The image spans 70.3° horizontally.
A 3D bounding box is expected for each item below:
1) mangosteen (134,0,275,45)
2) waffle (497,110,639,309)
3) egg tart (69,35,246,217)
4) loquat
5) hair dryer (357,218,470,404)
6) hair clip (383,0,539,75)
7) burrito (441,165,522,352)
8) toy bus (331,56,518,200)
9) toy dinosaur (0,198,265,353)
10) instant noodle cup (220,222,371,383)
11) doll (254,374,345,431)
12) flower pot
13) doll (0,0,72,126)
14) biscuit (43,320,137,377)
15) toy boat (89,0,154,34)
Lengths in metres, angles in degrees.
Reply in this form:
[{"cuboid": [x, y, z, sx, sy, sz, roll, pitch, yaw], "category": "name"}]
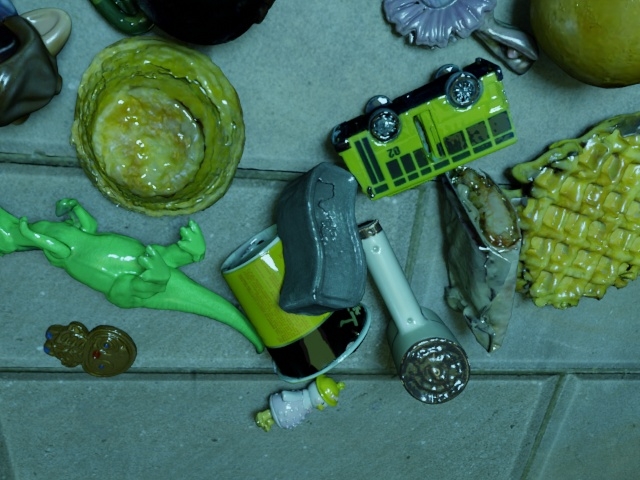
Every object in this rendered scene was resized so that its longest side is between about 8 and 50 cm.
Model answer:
[{"cuboid": [-0.159, -0.371, 0.577, 0.242, 0.243, 0.243, -3, 115, -6], "category": "mangosteen"}, {"cuboid": [0.527, -0.043, 0.878, 0.381, 0.095, 0.380, -23, 116, 1], "category": "waffle"}, {"cuboid": [-0.254, -0.161, 0.709, 0.293, 0.123, 0.295, -3, 114, -7], "category": "egg tart"}, {"cuboid": [0.434, -0.353, 0.636, 0.262, 0.263, 0.263, -3, 115, -6], "category": "loquat"}, {"cuboid": [0.150, 0.109, 0.869, 0.128, 0.203, 0.362, -26, 96, 6], "category": "hair dryer"}, {"cuboid": [0.238, -0.355, 0.709, 0.300, 0.069, 0.173, 26, 111, -17], "category": "hair clip"}, {"cuboid": [0.297, 0.033, 0.840, 0.107, 0.175, 0.348, -18, 116, -18], "category": "burrito"}, {"cuboid": [0.160, -0.172, 0.731, 0.261, 0.128, 0.150, -22, 114, 15], "category": "toy bus"}, {"cuboid": [-0.354, 0.103, 0.837, 0.373, 0.144, 0.500, -5, 135, 19], "category": "toy dinosaur"}, {"cuboid": [-0.054, 0.101, 0.825, 0.215, 0.215, 0.236, -32, 105, 8], "category": "instant noodle cup"}, {"cuboid": [-0.041, 0.356, 0.998, 0.207, 0.081, 0.129, -24, 134, 2], "category": "doll"}, {"cuboid": [0.000, 0.000, 0.712, 0.103, 0.108, 0.230, 5, 75, -31], "category": "flower pot"}, {"cuboid": [-0.510, -0.289, 0.571, 0.317, 0.209, 0.340, -37, 116, 14], "category": "doll"}, {"cuboid": [-0.461, 0.220, 0.912, 0.174, 0.026, 0.124, 15, 111, -14], "category": "biscuit"}, {"cuboid": [-0.301, -0.395, 0.634, 0.104, 0.052, 0.210, -26, 114, 2], "category": "toy boat"}]
